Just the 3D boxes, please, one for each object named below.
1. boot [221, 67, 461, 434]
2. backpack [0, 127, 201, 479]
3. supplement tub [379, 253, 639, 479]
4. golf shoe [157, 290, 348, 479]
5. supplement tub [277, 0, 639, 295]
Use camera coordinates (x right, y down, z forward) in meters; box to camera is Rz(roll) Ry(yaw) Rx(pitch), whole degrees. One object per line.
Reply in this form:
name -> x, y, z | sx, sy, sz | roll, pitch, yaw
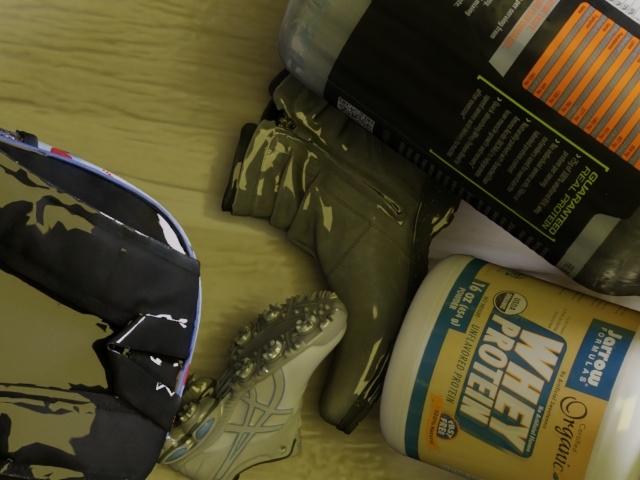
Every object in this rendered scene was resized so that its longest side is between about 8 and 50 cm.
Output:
boot -> 0.000, 0.000, 1.261 | 0.161, 0.083, 0.246 | 21, 76, -5
backpack -> -0.213, 0.054, 1.115 | 0.263, 0.213, 0.276 | 18, 87, -6
supplement tub -> 0.154, 0.102, 1.189 | 0.200, 0.144, 0.144 | 18, 79, 16
golf shoe -> -0.033, 0.105, 1.214 | 0.086, 0.069, 0.176 | 40, 116, -21
supplement tub -> 0.158, -0.105, 1.170 | 0.338, 0.207, 0.207 | 37, 76, 5
